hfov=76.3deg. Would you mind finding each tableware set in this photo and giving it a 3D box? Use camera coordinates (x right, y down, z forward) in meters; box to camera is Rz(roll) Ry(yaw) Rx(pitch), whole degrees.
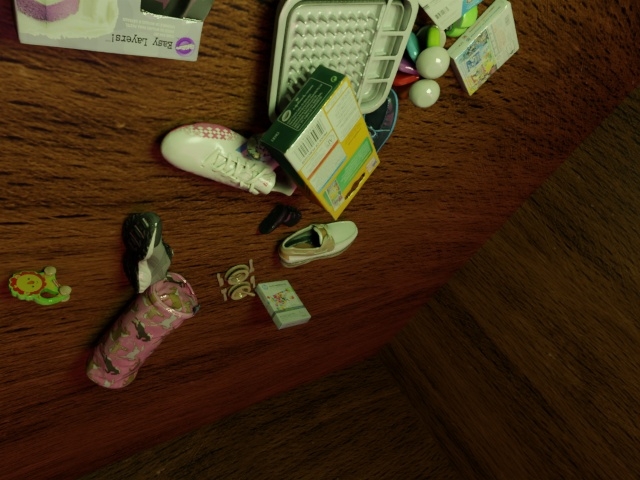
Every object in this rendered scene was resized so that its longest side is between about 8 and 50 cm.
[{"bbox_3d":[-0.277,0.152,1.398,0.128,0.039,0.194,-24,149,-20],"label":"tableware set"}]

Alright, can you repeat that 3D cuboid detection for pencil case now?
[{"bbox_3d":[-0.522,0.268,1.192,0.167,0.160,0.386,36,108,-30],"label":"pencil case"}]

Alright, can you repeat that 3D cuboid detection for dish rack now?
[{"bbox_3d":[0.033,-0.398,0.876,0.332,0.072,0.286,-19,148,-28],"label":"dish rack"}]

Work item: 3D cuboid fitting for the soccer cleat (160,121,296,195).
[{"bbox_3d":[-0.181,-0.171,0.910,0.331,0.143,0.116,0,134,-48],"label":"soccer cleat"}]

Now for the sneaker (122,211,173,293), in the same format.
[{"bbox_3d":[-0.419,0.021,1.008,0.108,0.100,0.272,-25,157,-39],"label":"sneaker"}]

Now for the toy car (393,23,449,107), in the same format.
[{"bbox_3d":[0.231,-0.430,0.998,0.136,0.159,0.182,6,145,1],"label":"toy car"}]

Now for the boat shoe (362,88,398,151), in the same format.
[{"bbox_3d":[0.130,-0.289,1.112,0.089,0.109,0.258,-13,142,-29],"label":"boat shoe"}]

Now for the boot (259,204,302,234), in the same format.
[{"bbox_3d":[-0.120,-0.058,1.253,0.121,0.045,0.099,-46,153,17],"label":"boot"}]

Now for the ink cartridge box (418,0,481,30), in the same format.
[{"bbox_3d":[0.250,-0.544,0.854,0.104,0.060,0.180,-27,149,35],"label":"ink cartridge box"}]

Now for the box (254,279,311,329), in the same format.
[{"bbox_3d":[-0.140,0.234,1.514,0.145,0.186,0.038,-2,135,-45],"label":"box"}]

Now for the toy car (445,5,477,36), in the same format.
[{"bbox_3d":[0.364,-0.589,0.966,0.238,0.053,0.225,-23,149,-22],"label":"toy car"}]

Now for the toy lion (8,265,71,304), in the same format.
[{"bbox_3d":[-0.623,0.104,0.898,0.096,0.100,0.034,-28,159,-54],"label":"toy lion"}]

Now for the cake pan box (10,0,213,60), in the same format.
[{"bbox_3d":[-0.278,-0.388,0.564,0.266,0.070,0.246,-11,145,-38],"label":"cake pan box"}]

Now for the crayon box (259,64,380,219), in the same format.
[{"bbox_3d":[0.017,-0.204,0.939,0.203,0.083,0.323,-53,151,-6],"label":"crayon box"}]

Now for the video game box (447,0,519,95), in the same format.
[{"bbox_3d":[0.463,-0.539,1.155,0.187,0.048,0.205,-46,150,15],"label":"video game box"}]

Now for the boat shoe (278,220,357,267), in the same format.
[{"bbox_3d":[0.000,0.000,1.394,0.302,0.113,0.103,-24,155,-18],"label":"boat shoe"}]

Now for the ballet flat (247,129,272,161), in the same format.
[{"bbox_3d":[-0.104,-0.231,0.924,0.070,0.070,0.188,-54,-179,31],"label":"ballet flat"}]
